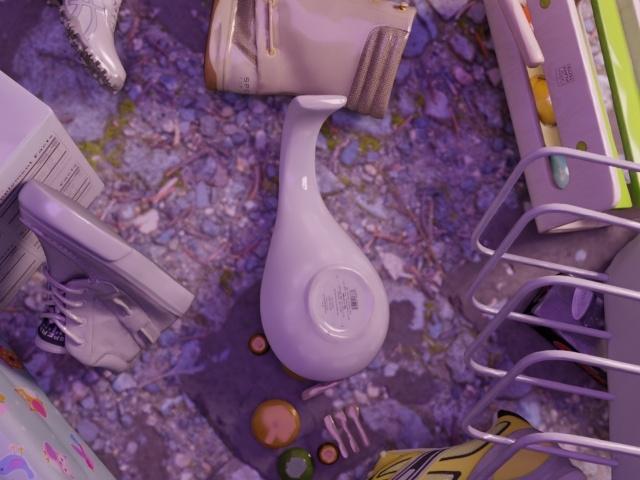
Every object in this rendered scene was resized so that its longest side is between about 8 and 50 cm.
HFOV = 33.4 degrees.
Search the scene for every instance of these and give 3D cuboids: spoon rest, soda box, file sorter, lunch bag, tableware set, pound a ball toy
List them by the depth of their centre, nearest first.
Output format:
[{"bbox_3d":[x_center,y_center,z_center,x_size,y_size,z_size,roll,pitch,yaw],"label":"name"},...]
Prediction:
[{"bbox_3d":[0.222,0.085,0.892,0.173,0.193,0.278,13,57,-8],"label":"file sorter"},{"bbox_3d":[-0.348,0.243,0.960,0.262,0.160,0.223,-39,88,3],"label":"lunch bag"},{"bbox_3d":[0.212,-0.170,1.045,0.208,0.135,0.319,-5,79,-40],"label":"pound a ball toy"},{"bbox_3d":[0.000,0.000,1.052,0.137,0.084,0.277,-3,86,-24],"label":"spoon rest"},{"bbox_3d":[-0.024,0.158,1.056,0.104,0.024,0.154,-26,84,-3],"label":"tableware set"},{"bbox_3d":[0.285,0.106,1.061,0.169,0.053,0.060,40,81,3],"label":"soda box"}]

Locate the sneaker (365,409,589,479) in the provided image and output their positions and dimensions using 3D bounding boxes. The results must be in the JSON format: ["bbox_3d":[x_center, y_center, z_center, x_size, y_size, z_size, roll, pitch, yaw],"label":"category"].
[{"bbox_3d":[0.063,0.286,0.989,0.384,0.145,0.147,-19,41,-10],"label":"sneaker"}]

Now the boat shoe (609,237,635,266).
[{"bbox_3d":[0.394,-0.018,1.074,0.226,0.076,0.083,-42,85,-8],"label":"boat shoe"}]

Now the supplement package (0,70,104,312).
[{"bbox_3d":[-0.350,-0.063,0.953,0.199,0.263,0.198,37,81,4],"label":"supplement package"}]

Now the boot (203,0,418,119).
[{"bbox_3d":[0.001,-0.263,1.087,0.203,0.095,0.262,11,82,0],"label":"boot"}]

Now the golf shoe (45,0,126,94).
[{"bbox_3d":[-0.229,-0.238,1.090,0.086,0.069,0.176,-27,84,-13],"label":"golf shoe"}]

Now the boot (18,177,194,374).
[{"bbox_3d":[-0.212,0.049,0.953,0.095,0.258,0.123,36,83,31],"label":"boot"}]
